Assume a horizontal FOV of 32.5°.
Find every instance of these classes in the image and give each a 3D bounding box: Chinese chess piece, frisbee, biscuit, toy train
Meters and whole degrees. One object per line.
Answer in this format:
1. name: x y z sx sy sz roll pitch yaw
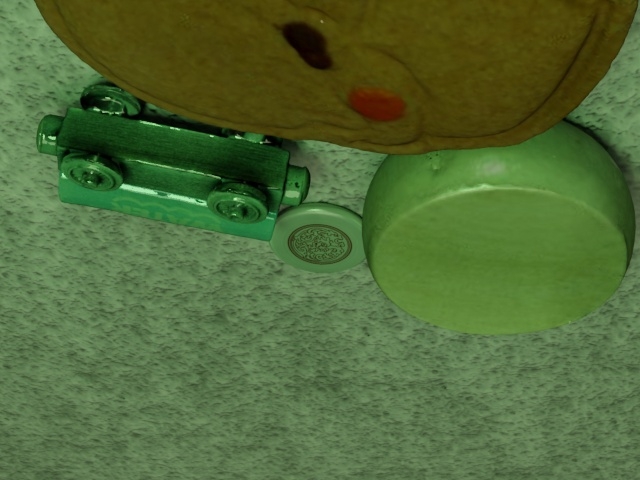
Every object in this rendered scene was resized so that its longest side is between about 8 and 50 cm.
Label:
1. Chinese chess piece: 0.164 -0.012 1.022 0.250 0.101 0.250 4 142 3
2. frisbee: 0.000 0.000 1.135 0.110 0.014 0.110 4 142 3
3. biscuit: 0.001 -0.172 0.815 0.455 0.078 0.349 2 155 19
4. toy train: -0.136 -0.059 1.024 0.248 0.101 0.159 11 155 -3
